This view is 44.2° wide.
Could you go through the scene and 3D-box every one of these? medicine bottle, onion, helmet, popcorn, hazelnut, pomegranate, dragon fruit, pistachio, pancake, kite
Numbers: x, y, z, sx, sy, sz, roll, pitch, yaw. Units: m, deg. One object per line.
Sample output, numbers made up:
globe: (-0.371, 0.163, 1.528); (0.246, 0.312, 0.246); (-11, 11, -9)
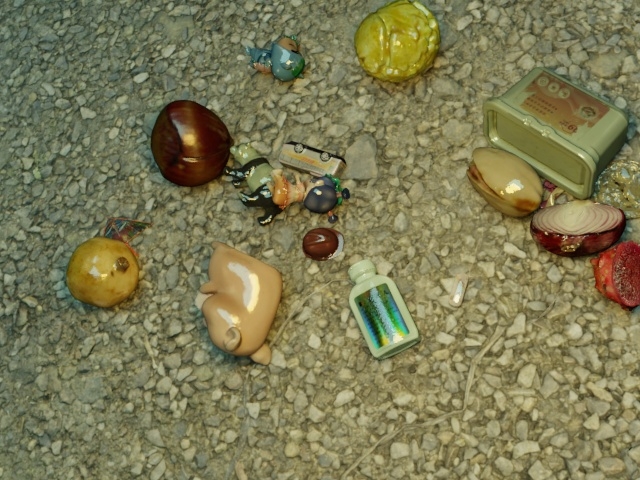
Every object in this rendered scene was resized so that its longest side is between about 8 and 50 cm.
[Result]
medicine bottle: (0.137, 0.156, 1.861); (0.121, 0.083, 0.229); (-28, 68, 8)
onion: (0.580, -0.009, 1.782); (0.206, 0.098, 0.151); (3, 47, 23)
helmet: (0.000, 0.000, 1.968); (0.111, 0.057, 0.089); (-3, 68, 15)
popcorn: (0.199, -0.509, 2.025); (0.221, 0.183, 0.204); (-18, 74, 8)
hazelnut: (-0.339, -0.255, 2.085); (0.229, 0.229, 0.229); (-5, 70, 14)
pomegranate: (-0.556, 0.079, 2.033); (0.196, 0.196, 0.196); (-5, 70, 14)
dragon fruit: (0.647, 0.080, 1.745); (0.111, 0.153, 0.153); (-7, 62, 60)
pistachio: (0.432, -0.138, 1.850); (0.144, 0.144, 0.215); (-47, 55, -3)
pancake: (0.703, -0.118, 1.829); (0.158, 0.028, 0.158); (-5, 73, 16)
kite: (-0.541, -0.005, 2.148); (0.190, 0.010, 0.159); (-37, 68, 3)

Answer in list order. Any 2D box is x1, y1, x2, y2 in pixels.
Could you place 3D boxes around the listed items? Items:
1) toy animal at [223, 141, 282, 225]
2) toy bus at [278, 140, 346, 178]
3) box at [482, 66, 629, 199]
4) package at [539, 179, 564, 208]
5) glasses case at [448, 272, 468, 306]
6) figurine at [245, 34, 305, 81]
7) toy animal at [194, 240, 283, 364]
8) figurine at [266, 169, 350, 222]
toy animal: (-0.169, -0.158, 2.051); (0.121, 0.094, 0.225); (-36, 65, 1)
toy bus: (-0.022, -0.204, 2.047); (0.172, 0.057, 0.072); (20, 84, 22)
box: (0.555, -0.266, 1.843); (0.182, 0.175, 0.312); (-44, 60, -13)
package: (0.543, -0.110, 1.869); (0.059, 0.029, 0.083); (26, 70, 29)
glasses case: (0.326, 0.116, 1.856); (0.032, 0.021, 0.083); (15, 76, 18)
figurine: (-0.118, -0.511, 2.157); (0.178, 0.114, 0.144); (14, 74, 28)
toy animal: (-0.205, 0.145, 1.906); (0.213, 0.195, 0.256); (12, 78, 27)
figurine: (-0.032, -0.113, 1.965); (0.195, 0.111, 0.102); (0, 54, -16)
